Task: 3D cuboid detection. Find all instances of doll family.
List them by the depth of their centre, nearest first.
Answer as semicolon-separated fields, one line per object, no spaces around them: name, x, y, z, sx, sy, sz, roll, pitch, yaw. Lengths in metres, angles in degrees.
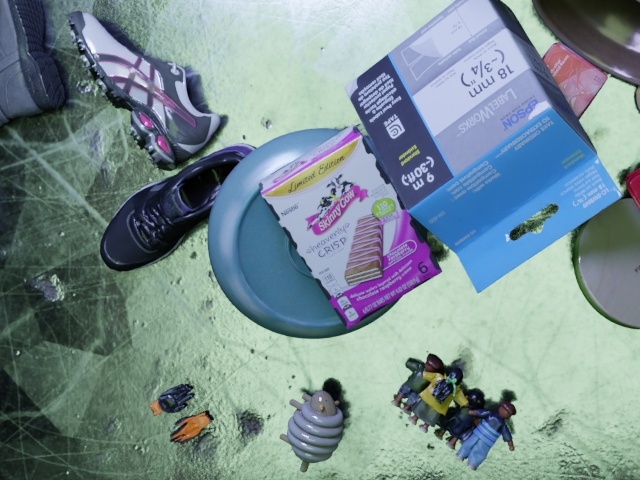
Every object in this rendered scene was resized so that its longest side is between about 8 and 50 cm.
doll family;0.198;0.241;1.854;0.193;0.076;0.111;37;95;-1

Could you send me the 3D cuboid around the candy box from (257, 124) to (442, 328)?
candy box;0.042;-0.018;1.759;0.159;0.071;0.233;-32;109;3

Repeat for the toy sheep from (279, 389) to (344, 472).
toy sheep;-0.010;0.280;1.884;0.091;0.091;0.132;16;111;8

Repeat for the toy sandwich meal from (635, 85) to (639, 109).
toy sandwich meal;0.476;-0.204;1.789;0.086;0.029;0.085;1;99;6

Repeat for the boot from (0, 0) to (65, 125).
boot;-0.491;-0.288;1.918;0.161;0.083;0.246;-14;91;16

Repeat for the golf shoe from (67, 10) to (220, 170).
golf shoe;-0.265;-0.234;1.885;0.120;0.105;0.273;-37;93;-7

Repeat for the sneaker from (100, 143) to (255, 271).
sneaker;-0.217;-0.051;1.866;0.283;0.124;0.107;-35;89;11

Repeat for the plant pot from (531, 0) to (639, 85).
plant pot;0.442;-0.361;1.685;0.263;0.263;0.229;32;82;5

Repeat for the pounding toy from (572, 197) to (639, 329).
pounding toy;0.443;0.034;1.791;0.237;0.110;0.183;-18;81;-18

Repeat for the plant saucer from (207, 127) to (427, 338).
plant saucer;0.000;0.000;1.820;0.318;0.043;0.317;-3;109;-8

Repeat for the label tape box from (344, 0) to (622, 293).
label tape box;0.209;-0.137;1.712;0.241;0.106;0.333;-37;60;21

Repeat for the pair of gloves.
pair of gloves;-0.213;0.264;1.952;0.074;0.010;0.083;-33;86;12

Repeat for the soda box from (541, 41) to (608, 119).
soda box;0.288;-0.145;1.796;0.092;0.083;0.263;36;100;5

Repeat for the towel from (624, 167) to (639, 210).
towel;0.573;-0.065;1.742;0.275;0.031;0.198;-30;85;-4
